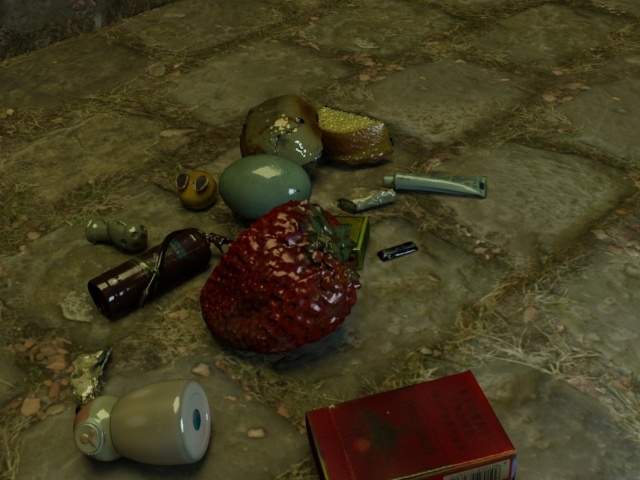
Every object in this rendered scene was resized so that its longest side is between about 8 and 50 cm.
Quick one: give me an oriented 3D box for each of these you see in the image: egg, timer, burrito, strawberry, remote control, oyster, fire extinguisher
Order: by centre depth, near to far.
[{"bbox_3d":[-0.461,0.277,1.625,0.106,0.061,0.200,-14,29,19],"label":"oyster"},{"bbox_3d":[-0.098,0.090,1.671,0.351,0.267,0.312,-23,37,18],"label":"strawberry"},{"bbox_3d":[-0.351,0.061,1.862,0.341,0.105,0.141,-30,57,-30],"label":"fire extinguisher"},{"bbox_3d":[0.181,0.022,1.912,0.096,0.014,0.039,-17,36,-17],"label":"remote control"},{"bbox_3d":[-0.139,-0.132,2.043,0.236,0.169,0.169,3,36,13],"label":"egg"},{"bbox_3d":[0.117,-0.104,2.078,0.149,0.041,0.055,-13,22,-4],"label":"burrito"},{"bbox_3d":[-0.322,-0.131,2.157,0.107,0.109,0.107,-6,64,12],"label":"timer"}]

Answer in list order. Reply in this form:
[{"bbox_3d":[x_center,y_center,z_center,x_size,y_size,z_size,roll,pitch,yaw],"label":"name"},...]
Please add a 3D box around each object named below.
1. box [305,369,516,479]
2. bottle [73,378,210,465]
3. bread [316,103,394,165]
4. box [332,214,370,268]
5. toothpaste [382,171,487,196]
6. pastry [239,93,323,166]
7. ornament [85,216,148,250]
[{"bbox_3d":[0.147,0.349,1.387,0.313,0.089,0.197,-11,37,-9],"label":"box"},{"bbox_3d":[-0.327,0.328,1.446,0.236,0.147,0.147,-7,34,11],"label":"bottle"},{"bbox_3d":[0.064,-0.279,2.263,0.260,0.129,0.134,18,49,32],"label":"bread"},{"bbox_3d":[0.000,0.000,1.928,0.220,0.064,0.141,0,35,12],"label":"box"},{"bbox_3d":[0.296,-0.150,2.113,0.268,0.047,0.069,4,17,10],"label":"toothpaste"},{"bbox_3d":[-0.131,-0.290,2.208,0.237,0.170,0.256,-27,45,20],"label":"pastry"},{"bbox_3d":[-0.499,-0.019,2.015,0.156,0.081,0.075,9,40,28],"label":"ornament"}]
